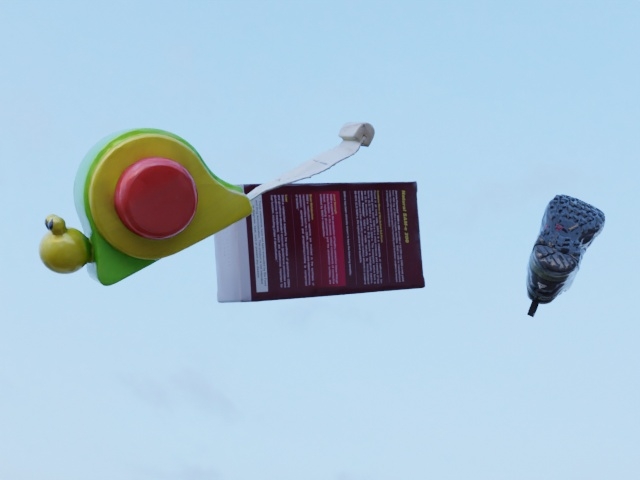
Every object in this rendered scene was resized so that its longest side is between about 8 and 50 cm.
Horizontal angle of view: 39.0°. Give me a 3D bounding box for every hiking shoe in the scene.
[{"bbox_3d":[0.333,0.016,1.279,0.086,0.227,0.114,30,-53,16],"label":"hiking shoe"}]

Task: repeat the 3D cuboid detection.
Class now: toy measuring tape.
[{"bbox_3d":[-0.104,-0.070,0.808,0.330,0.121,0.121,-29,-22,-21],"label":"toy measuring tape"}]

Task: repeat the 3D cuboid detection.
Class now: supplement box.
[{"bbox_3d":[0.000,0.000,1.037,0.239,0.130,0.073,-2,-3,-28],"label":"supplement box"}]
